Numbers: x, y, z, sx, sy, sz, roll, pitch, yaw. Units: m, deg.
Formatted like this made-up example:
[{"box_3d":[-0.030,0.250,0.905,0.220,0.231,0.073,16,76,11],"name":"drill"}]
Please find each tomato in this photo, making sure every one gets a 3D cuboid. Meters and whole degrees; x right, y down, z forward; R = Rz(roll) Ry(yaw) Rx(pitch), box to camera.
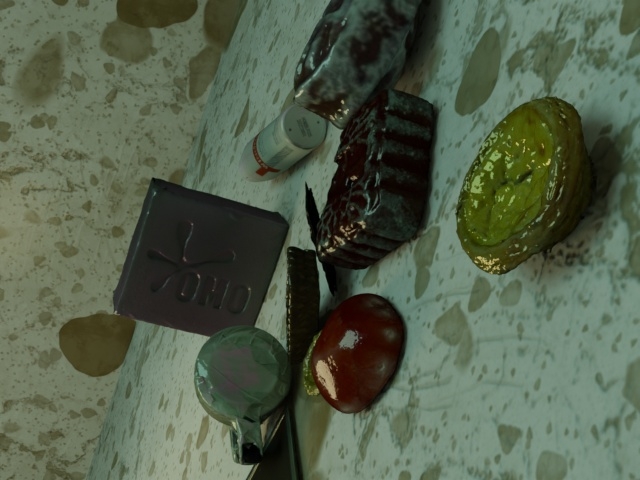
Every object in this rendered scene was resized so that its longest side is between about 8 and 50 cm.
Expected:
[{"box_3d":[0.037,0.157,1.212,0.174,0.082,0.166,-66,20,14],"name":"tomato"}]

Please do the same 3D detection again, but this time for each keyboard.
[{"box_3d":[0.002,0.000,1.386,0.074,0.015,0.197,-87,-14,-45],"name":"keyboard"}]

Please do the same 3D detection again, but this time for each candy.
[{"box_3d":[0.068,-0.316,1.393,0.290,0.157,0.214,-62,12,-14],"name":"candy"}]

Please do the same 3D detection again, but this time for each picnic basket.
[{"box_3d":[-0.029,0.106,1.412,0.110,0.054,0.194,-95,4,-49],"name":"picnic basket"}]

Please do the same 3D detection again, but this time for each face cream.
[{"box_3d":[-0.096,-0.195,1.866,0.345,0.101,0.102,154,130,-65],"name":"face cream"}]

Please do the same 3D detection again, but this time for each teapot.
[{"box_3d":[-0.124,0.272,1.527,0.222,0.163,0.178,56,159,15],"name":"teapot"}]

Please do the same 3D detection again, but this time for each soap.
[{"box_3d":[-0.248,0.043,1.805,0.107,0.296,0.286,-133,60,-66],"name":"soap"}]

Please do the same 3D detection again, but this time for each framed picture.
[{"box_3d":[-0.089,0.424,1.455,0.197,0.014,0.252,-102,33,-56],"name":"framed picture"}]

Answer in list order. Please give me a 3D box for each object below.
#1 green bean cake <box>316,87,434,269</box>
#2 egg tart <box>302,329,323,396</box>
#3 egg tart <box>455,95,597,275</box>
[{"box_3d":[0.078,-0.091,1.279,0.198,0.097,0.233,146,136,-63],"name":"green bean cake"},{"box_3d":[0.006,0.189,1.339,0.105,0.039,0.105,-164,90,-72],"name":"egg tart"},{"box_3d":[0.214,-0.052,0.889,0.191,0.074,0.191,-162,90,-71],"name":"egg tart"}]
